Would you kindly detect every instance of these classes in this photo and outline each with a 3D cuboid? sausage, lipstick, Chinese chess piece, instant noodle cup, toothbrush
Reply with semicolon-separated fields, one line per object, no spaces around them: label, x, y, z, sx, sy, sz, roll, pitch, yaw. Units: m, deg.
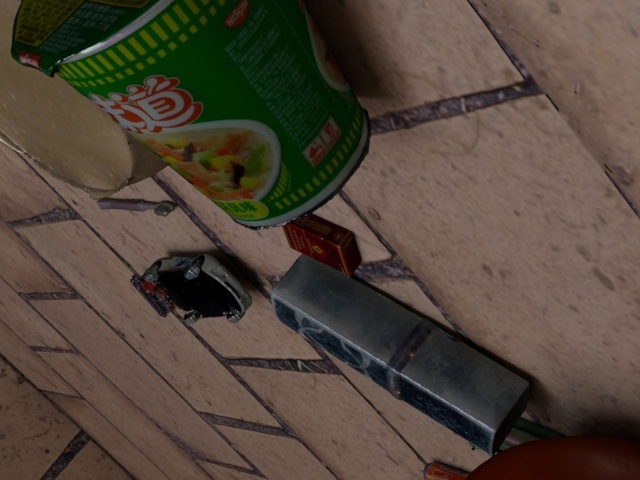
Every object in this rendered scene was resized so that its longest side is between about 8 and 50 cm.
sausage;0.176;0.310;1.457;0.129;0.034;0.034;10;143;48
lipstick;0.078;0.114;1.199;0.289;0.076;0.077;31;157;24
Chinese chess piece;-0.251;-0.196;1.054;0.338;0.140;0.338;30;154;17
instant noodle cup;-0.083;-0.131;0.870;0.207;0.207;0.233;14;153;45
toothbrush;-0.237;-0.043;1.454;0.194;0.017;0.014;8;136;54

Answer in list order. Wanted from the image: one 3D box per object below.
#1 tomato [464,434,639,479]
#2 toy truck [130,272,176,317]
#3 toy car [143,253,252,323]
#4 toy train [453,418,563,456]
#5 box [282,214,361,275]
tomato;0.251;0.337;1.050;0.321;0.321;0.321;32;155;17
toy truck;-0.242;0.076;1.655;0.024;0.032;0.083;17;147;50
toy car;-0.153;0.058;1.461;0.095;0.056;0.205;49;151;-21
toy train;0.208;0.219;1.243;0.148;0.038;0.071;17;149;39
box;0.000;0.000;1.176;0.082;0.023;0.051;25;154;30
